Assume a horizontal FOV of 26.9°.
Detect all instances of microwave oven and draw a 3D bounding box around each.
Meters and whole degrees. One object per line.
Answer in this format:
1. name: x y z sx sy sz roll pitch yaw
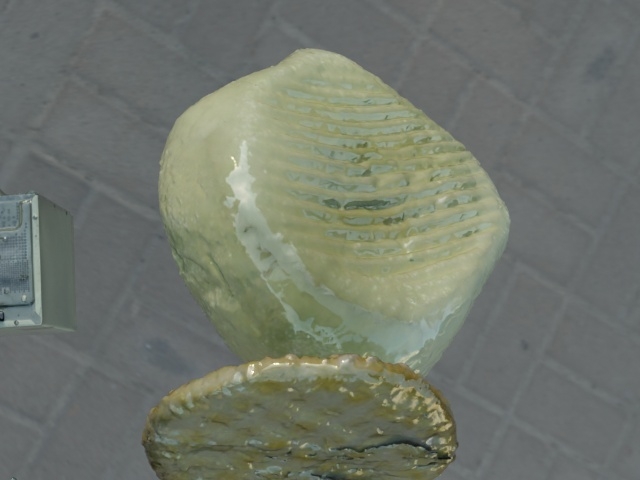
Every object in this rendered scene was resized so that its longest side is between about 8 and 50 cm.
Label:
1. microwave oven: -0.385 0.028 1.355 0.241 0.194 0.145 -3 80 2

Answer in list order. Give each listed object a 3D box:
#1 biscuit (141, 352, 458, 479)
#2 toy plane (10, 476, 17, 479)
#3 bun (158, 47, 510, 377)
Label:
1. biscuit: -0.011 0.137 0.896 0.220 0.220 0.033 15 48 -24
2. toy plane: -0.187 0.189 0.748 0.102 0.040 0.111 65 28 -29
3. bun: 0.000 0.000 1.255 0.349 0.227 0.352 0 55 -40
